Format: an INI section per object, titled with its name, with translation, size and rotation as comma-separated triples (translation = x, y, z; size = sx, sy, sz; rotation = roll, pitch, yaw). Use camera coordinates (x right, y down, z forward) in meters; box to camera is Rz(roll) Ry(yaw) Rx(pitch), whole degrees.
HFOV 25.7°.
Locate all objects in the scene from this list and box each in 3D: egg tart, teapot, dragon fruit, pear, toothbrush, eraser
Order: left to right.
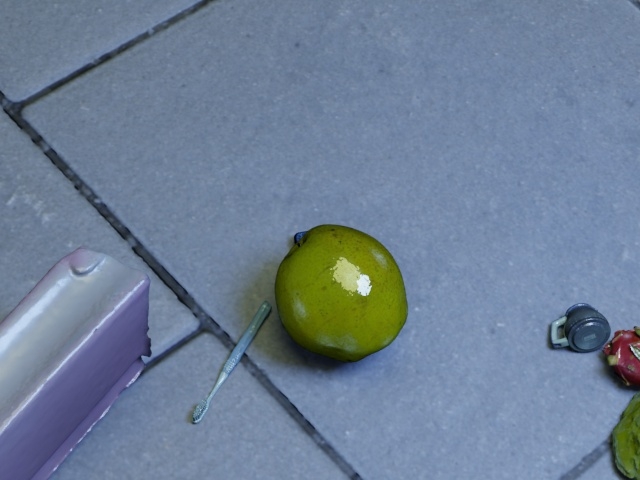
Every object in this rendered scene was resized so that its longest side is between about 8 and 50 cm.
[eraser]
translation = -0.372, 0.202, 1.801
size = 0.122, 0.272, 0.359
rotation = 31, 59, 13
[toothbrush]
translation = -0.126, 0.171, 2.001
size = 0.016, 0.019, 0.219
rotation = 23, 57, 15
[pear]
translation = 0.029, 0.076, 1.990
size = 0.198, 0.198, 0.198
rotation = 3, 56, -4
[teapot]
translation = 0.379, 0.128, 2.067
size = 0.088, 0.066, 0.057
rotation = -21, 38, 7
[dragon fruit]
translation = 0.468, 0.175, 2.026
size = 0.116, 0.086, 0.081
rotation = 38, 23, 8
[egg tart]
translation = 0.510, 0.283, 1.962
size = 0.197, 0.078, 0.197
rotation = 4, 57, -6

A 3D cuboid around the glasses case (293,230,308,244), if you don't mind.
[glasses case]
translation = 0.000, 0.000, 2.126
size = 0.083, 0.023, 0.033
rotation = -9, 49, -14
